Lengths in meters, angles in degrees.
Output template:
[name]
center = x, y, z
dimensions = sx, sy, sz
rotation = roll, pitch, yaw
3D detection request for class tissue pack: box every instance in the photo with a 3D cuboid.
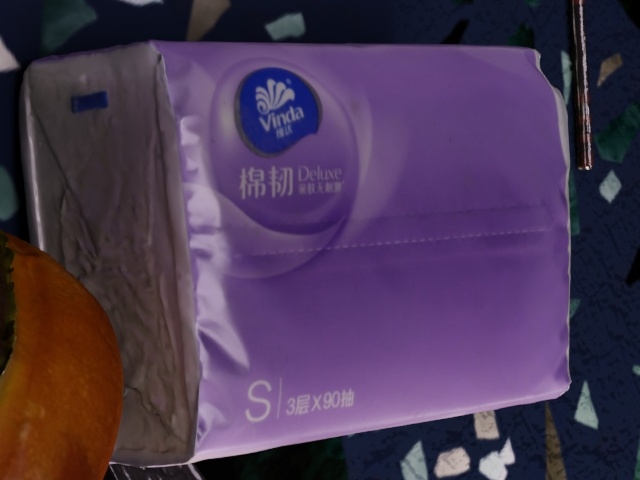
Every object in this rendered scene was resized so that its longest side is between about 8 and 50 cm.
[tissue pack]
center = 0.000, 0.000, 1.222
dimensions = 0.338, 0.160, 0.242
rotation = -5, 90, -43

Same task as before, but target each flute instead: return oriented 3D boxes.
[flute]
center = 0.194, -0.187, 1.506
dimensions = 0.014, 0.014, 0.269
rotation = -12, 101, -43

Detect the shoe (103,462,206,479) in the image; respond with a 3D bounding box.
[shoe]
center = -0.106, 0.163, 1.225
dimensions = 0.071, 0.049, 0.179
rotation = -34, 97, -44

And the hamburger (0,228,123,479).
[hamburger]
center = -0.269, 0.073, 0.877
dimensions = 0.250, 0.330, 0.330
rotation = 46, 62, -34
